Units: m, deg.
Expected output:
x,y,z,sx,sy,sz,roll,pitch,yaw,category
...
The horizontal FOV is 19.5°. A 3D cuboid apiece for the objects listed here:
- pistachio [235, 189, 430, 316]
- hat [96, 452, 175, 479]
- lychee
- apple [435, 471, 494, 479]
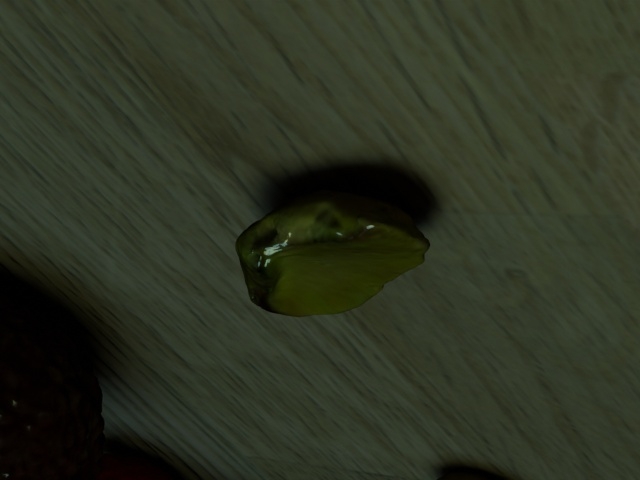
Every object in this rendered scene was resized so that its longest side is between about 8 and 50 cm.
x,y,z,sx,sy,sz,roll,pitch,yaw,category
0.000,0.000,1.051,0.089,0.049,0.173,8,159,-22,pistachio
-0.092,0.319,1.582,0.332,0.274,0.242,57,146,-6,hat
-0.278,0.154,1.360,0.261,0.260,0.260,19,155,9,lychee
0.109,0.209,1.342,0.089,0.074,0.089,39,161,17,apple
